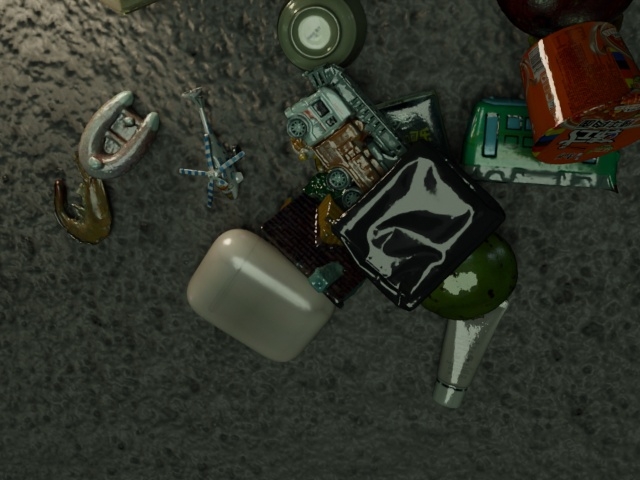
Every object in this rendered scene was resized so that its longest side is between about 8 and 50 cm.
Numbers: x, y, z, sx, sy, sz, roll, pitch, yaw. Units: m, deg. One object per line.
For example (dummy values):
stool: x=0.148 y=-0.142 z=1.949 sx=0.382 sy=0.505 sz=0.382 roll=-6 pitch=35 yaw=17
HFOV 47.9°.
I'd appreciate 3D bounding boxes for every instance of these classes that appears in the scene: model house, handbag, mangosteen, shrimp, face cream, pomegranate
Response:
model house: x=0.000 y=0.000 z=1.673 sx=0.280 sy=0.249 sz=0.230 roll=42 pitch=113 yaw=12
handbag: x=0.197 y=-0.042 z=1.542 sx=0.275 sy=0.178 sz=0.302 roll=45 pitch=99 yaw=2
mangosteen: x=0.478 y=-0.515 z=1.423 sx=0.301 sy=0.300 sz=0.300 roll=3 pitch=112 yaw=7
shrimp: x=-0.627 y=-0.105 z=1.874 sx=0.173 sy=0.058 sz=0.253 roll=-5 pitch=110 yaw=19
face cream: x=0.370 y=0.280 z=1.860 sx=0.143 sy=0.089 sz=0.314 roll=16 pitch=105 yaw=3
pomegranate: x=0.331 y=0.061 z=1.698 sx=0.254 sy=0.254 sz=0.270 roll=-17 pitch=96 yaw=14

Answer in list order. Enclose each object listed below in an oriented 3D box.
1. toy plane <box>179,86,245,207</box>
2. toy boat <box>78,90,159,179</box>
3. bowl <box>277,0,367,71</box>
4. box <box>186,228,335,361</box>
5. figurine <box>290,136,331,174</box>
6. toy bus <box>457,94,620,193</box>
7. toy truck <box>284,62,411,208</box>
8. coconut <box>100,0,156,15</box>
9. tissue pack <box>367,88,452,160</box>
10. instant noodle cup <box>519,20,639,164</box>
toy plane: x=-0.267 y=-0.228 z=1.758 sx=0.182 sy=0.107 sz=0.273 roll=-30 pitch=93 yaw=29
toy boat: x=-0.501 y=-0.248 z=1.758 sx=0.155 sy=0.085 sz=0.227 roll=40 pitch=99 yaw=-9
bowl: x=-0.005 y=-0.469 z=1.605 sx=0.212 sy=0.112 sz=0.211 roll=3 pitch=110 yaw=9
box: x=-0.153 y=0.145 z=1.836 sx=0.349 sy=0.141 sz=0.288 roll=33 pitch=125 yaw=-6
figurine: x=-0.006 y=-0.211 z=1.721 sx=0.143 sy=0.101 sz=0.068 roll=25 pitch=146 yaw=-10
toy bus: x=0.485 y=-0.213 z=1.595 sx=0.344 sy=0.183 sz=0.199 roll=5 pitch=98 yaw=5
toy truck: x=0.066 y=-0.236 z=1.601 sx=0.184 sy=0.133 sz=0.338 roll=-35 pitch=99 yaw=25
coconut: x=-0.414 y=-0.612 z=1.545 sx=0.244 sy=0.239 sz=0.239 roll=33 pitch=112 yaw=1
tissue pack: x=0.209 y=-0.204 z=1.690 sx=0.185 sy=0.081 sz=0.257 roll=-13 pitch=108 yaw=13
instant noodle cup: x=0.508 y=-0.287 z=1.395 sx=0.251 sy=0.250 sz=0.192 roll=-17 pitch=71 yaw=14
